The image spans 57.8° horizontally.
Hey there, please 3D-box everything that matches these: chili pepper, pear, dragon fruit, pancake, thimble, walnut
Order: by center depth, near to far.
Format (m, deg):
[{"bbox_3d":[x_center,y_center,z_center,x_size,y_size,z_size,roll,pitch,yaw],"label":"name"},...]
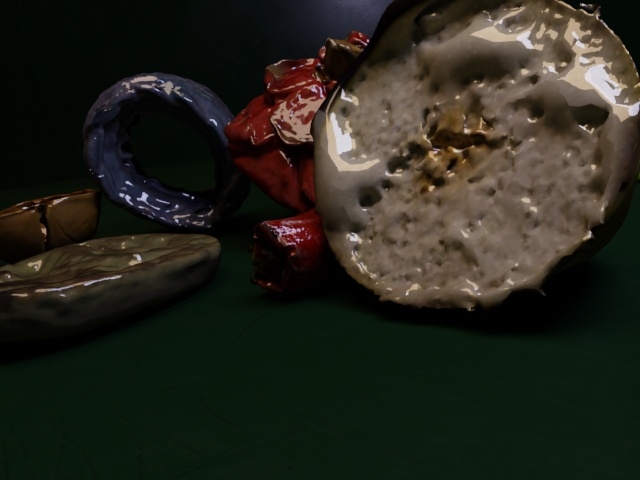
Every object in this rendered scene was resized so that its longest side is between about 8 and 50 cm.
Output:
[{"bbox_3d":[0.128,-0.051,0.465,0.267,0.267,0.178,1,-16,38],"label":"pear"},{"bbox_3d":[0.000,0.000,0.510,0.123,0.073,0.070,-27,15,-39],"label":"chili pepper"},{"bbox_3d":[-0.237,0.039,0.564,0.294,0.050,0.294,-9,10,2],"label":"pancake"},{"bbox_3d":[-0.016,-0.163,0.698,0.152,0.205,0.317,21,17,-24],"label":"dragon fruit"},{"bbox_3d":[-0.370,-0.013,0.786,0.167,0.087,0.211,-21,14,-19],"label":"walnut"},{"bbox_3d":[-0.210,-0.120,0.818,0.205,0.236,0.172,-37,20,3],"label":"thimble"}]

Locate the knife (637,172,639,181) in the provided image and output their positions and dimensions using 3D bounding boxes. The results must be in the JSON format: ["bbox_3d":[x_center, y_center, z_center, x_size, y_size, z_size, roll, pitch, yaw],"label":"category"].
[{"bbox_3d":[0.347,-0.073,0.706,0.184,0.022,0.026,-13,-12,-13],"label":"knife"}]
